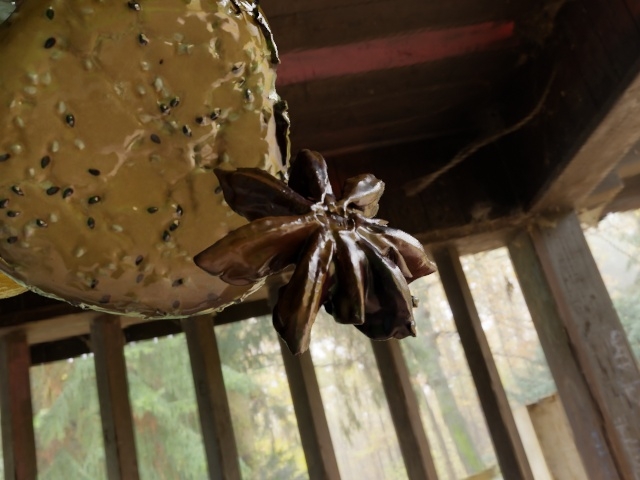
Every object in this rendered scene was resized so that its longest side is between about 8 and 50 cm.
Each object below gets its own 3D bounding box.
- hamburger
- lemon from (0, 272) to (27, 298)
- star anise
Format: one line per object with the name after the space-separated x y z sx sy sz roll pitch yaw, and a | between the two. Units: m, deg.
-0.185 -0.083 0.642 0.276 0.318 0.195 -12 22 -21 | hamburger
-0.415 -0.053 0.882 0.253 0.254 0.310 5 -15 -40 | lemon
0.000 0.000 0.424 0.168 0.168 0.057 3 -39 -37 | star anise
